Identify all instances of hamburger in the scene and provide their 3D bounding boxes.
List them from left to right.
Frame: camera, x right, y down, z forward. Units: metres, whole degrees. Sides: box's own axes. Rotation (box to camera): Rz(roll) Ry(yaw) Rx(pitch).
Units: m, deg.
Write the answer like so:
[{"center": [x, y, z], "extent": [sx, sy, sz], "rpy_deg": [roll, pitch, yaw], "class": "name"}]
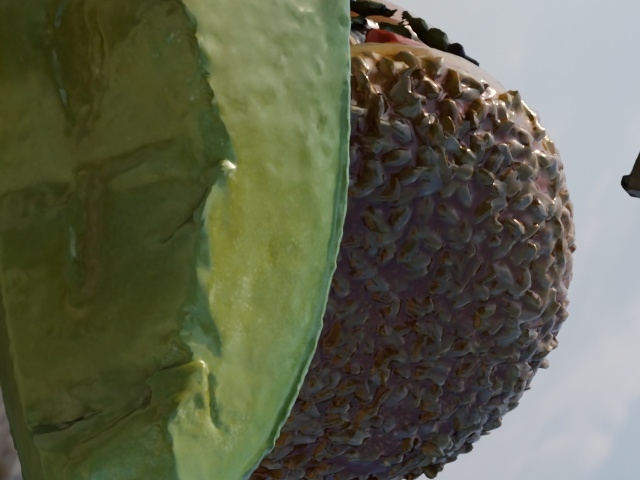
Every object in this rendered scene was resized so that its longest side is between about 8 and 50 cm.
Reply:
[{"center": [0.000, 0.000, 1.155], "extent": [0.330, 0.330, 0.250], "rpy_deg": [-62, -157, 17], "class": "hamburger"}]

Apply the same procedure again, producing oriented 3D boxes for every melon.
[{"center": [-0.082, -0.013, 0.713], "extent": [0.124, 0.196, 0.323], "rpy_deg": [28, 55, -66], "class": "melon"}]

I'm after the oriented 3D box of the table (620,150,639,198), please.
[{"center": [0.236, -0.052, 0.638], "extent": [0.167, 0.227, 0.167], "rpy_deg": [-32, 128, -52], "class": "table"}]
